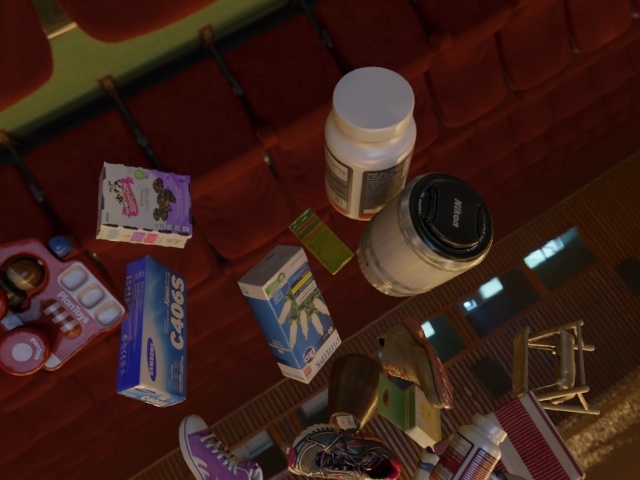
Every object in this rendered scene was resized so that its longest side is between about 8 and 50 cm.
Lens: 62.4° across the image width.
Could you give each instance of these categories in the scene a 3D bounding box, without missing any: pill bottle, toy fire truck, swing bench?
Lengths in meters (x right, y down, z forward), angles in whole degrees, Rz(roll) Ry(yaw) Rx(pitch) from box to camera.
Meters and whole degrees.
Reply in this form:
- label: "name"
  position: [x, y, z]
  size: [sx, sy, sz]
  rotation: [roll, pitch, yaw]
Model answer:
- label: "pill bottle"
  position: [0.114, -0.217, 1.257]
  size: [0.210, 0.210, 0.363]
  rotation: [-31, 158, -14]
- label: "toy fire truck"
  position: [-0.608, 0.125, 1.152]
  size: [0.254, 0.302, 0.169]
  rotation: [-41, -171, -11]
- label: "swing bench"
  position: [0.739, 0.415, 1.710]
  size: [0.254, 0.165, 0.253]
  rotation: [-14, -140, 33]
- label: "pill bottle"
  position: [0.272, 0.396, 0.963]
  size: [0.152, 0.086, 0.086]
  rotation: [-54, -171, -6]

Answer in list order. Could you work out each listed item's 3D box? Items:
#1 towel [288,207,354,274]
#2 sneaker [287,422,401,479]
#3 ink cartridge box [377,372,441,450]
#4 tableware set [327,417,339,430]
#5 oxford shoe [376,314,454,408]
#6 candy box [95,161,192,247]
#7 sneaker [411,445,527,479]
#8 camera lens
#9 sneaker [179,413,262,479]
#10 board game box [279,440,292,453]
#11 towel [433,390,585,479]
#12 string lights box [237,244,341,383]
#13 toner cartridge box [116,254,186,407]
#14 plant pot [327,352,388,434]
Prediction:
- label: "towel"
  position: [0.000, 0.000, 1.779]
  size: [0.102, 0.237, 0.021]
  rotation: [-45, 159, 5]
- label: "sneaker"
  position: [0.060, 0.512, 1.256]
  size: [0.299, 0.121, 0.112]
  rotation: [12, -179, -30]
- label: "ink cartridge box"
  position: [0.283, 0.532, 1.670]
  size: [0.056, 0.235, 0.171]
  rotation: [-40, -164, 26]
- label: "tableware set"
  position: [0.046, 0.611, 1.549]
  size: [0.020, 0.169, 0.141]
  rotation: [-41, 177, 26]
- label: "oxford shoe"
  position: [0.249, 0.342, 1.425]
  size: [0.146, 0.140, 0.397]
  rotation: [-24, -167, 2]
- label: "candy box"
  position: [-0.398, -0.078, 1.200]
  size: [0.196, 0.165, 0.070]
  rotation: [7, 151, -30]
- label: "sneaker"
  position: [0.347, 0.523, 1.162]
  size: [0.296, 0.131, 0.112]
  rotation: [9, -175, -18]
- label: "camera lens"
  position: [0.226, -0.006, 1.174]
  size: [0.219, 0.219, 0.274]
  rotation: [-33, 173, -30]
- label: "sneaker"
  position: [-0.231, 0.537, 1.298]
  size: [0.161, 0.282, 0.102]
  rotation: [-35, 164, 18]
- label: "board game box"
  position: [-0.079, 0.673, 1.700]
  size: [0.090, 0.090, 0.020]
  rotation: [155, -48, -70]
- label: "towel"
  position: [0.484, 0.578, 1.392]
  size: [0.329, 0.237, 0.037]
  rotation: [-41, 150, 23]
- label: "string lights box"
  position: [-0.058, 0.153, 1.099]
  size: [0.076, 0.260, 0.133]
  rotation: [5, -142, 41]
- label: "toner cartridge box"
  position: [-0.417, 0.225, 1.336]
  size: [0.075, 0.348, 0.165]
  rotation: [-22, 145, 18]
- label: "plant pot"
  position: [0.112, 0.551, 1.846]
  size: [0.215, 0.215, 0.230]
  rotation: [-26, -163, 28]
